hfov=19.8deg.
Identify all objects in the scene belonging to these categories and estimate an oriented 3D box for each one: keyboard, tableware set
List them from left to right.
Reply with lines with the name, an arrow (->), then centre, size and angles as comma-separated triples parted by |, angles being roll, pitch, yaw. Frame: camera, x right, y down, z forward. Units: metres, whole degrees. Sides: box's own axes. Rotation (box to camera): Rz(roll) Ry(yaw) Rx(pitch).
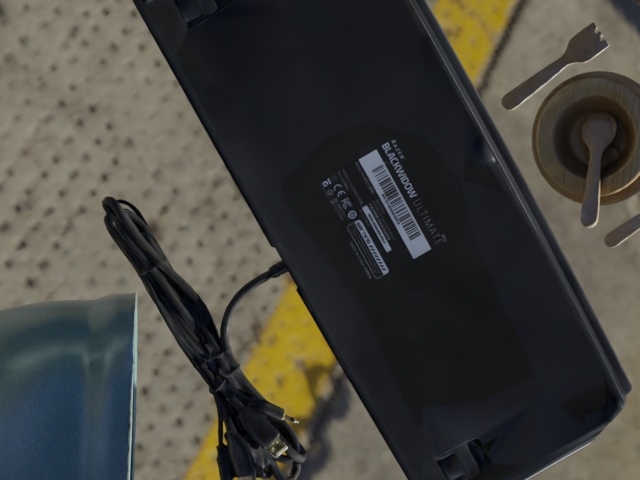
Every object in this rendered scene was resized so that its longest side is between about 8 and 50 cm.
keyboard -> 0.000, 0.000, 0.886 | 0.201, 0.033, 0.317 | -30, 101, -1
tableware set -> 0.214, -0.096, 1.139 | 0.128, 0.194, 0.039 | 55, 16, 12

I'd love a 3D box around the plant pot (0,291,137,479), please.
plant pot -> -0.216, 0.178, 1.157 | 0.196, 0.293, 0.293 | 1, 69, -5
